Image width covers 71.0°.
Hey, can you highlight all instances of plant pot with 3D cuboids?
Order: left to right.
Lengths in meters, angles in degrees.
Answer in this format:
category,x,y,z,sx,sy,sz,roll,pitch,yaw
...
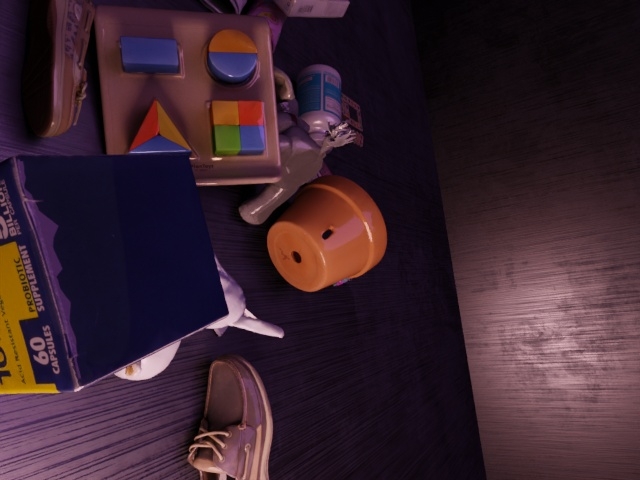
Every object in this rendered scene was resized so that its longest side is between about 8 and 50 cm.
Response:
category,x,y,z,sx,sy,sz,roll,pitch,yaw
plant pot,0.000,0.000,1.178,0.203,0.290,0.291,-36,112,-40

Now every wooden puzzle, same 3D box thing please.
category,x,y,z,sx,sy,sz,roll,pitch,yaw
wooden puzzle,-0.236,-0.275,0.836,0.321,0.080,0.348,-5,87,-18

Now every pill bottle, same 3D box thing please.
category,x,y,z,sx,sy,sz,roll,pitch,yaw
pill bottle,-0.016,-0.209,1.386,0.152,0.086,0.086,55,37,-36
pill bottle,-0.007,-0.405,1.411,0.146,0.146,0.264,30,55,-52

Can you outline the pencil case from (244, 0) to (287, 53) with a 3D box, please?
category,x,y,z,sx,sy,sz,roll,pitch,yaw
pencil case,-0.151,-0.627,1.269,0.124,0.124,0.284,51,38,-39

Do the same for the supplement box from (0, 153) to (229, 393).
category,x,y,z,sx,sy,sz,roll,pitch,yaw
supplement box,-0.317,0.042,0.511,0.195,0.356,0.194,-20,97,-60

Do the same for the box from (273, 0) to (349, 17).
category,x,y,z,sx,sy,sz,roll,pitch,yaw
box,-0.097,-0.751,1.262,0.232,0.058,0.322,-26,73,-43

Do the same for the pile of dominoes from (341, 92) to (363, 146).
category,x,y,z,sx,sy,sz,roll,pitch,yaw
pile of dominoes,0.122,-0.483,1.764,0.251,0.040,0.196,6,75,-59

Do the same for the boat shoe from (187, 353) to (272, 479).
category,x,y,z,sx,sy,sz,roll,pitch,yaw
boat shoe,-0.174,0.402,0.859,0.130,0.132,0.356,6,74,-59

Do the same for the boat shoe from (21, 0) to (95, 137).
category,x,y,z,sx,sy,sz,roll,pitch,yaw
boat shoe,-0.409,-0.294,0.724,0.089,0.104,0.286,15,66,-54

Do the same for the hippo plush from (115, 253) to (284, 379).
category,x,y,z,sx,sy,sz,roll,pitch,yaw
hippo plush,-0.271,0.120,0.775,0.236,0.234,0.294,-41,103,-23

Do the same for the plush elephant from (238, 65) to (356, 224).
category,x,y,z,sx,sy,sz,roll,pitch,yaw
plush elephant,-0.119,-0.256,1.068,0.255,0.330,0.272,56,-5,28

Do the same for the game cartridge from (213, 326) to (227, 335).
category,x,y,z,sx,sy,sz,roll,pitch,yaw
game cartridge,-0.215,0.161,0.987,0.056,0.017,0.083,67,32,-27

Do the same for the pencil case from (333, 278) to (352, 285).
category,x,y,z,sx,sy,sz,roll,pitch,yaw
pencil case,0.046,0.066,1.416,0.070,0.064,0.152,-86,157,-75

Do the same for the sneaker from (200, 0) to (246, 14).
category,x,y,z,sx,sy,sz,roll,pitch,yaw
sneaker,-0.273,-0.691,1.094,0.292,0.108,0.169,48,38,-43
